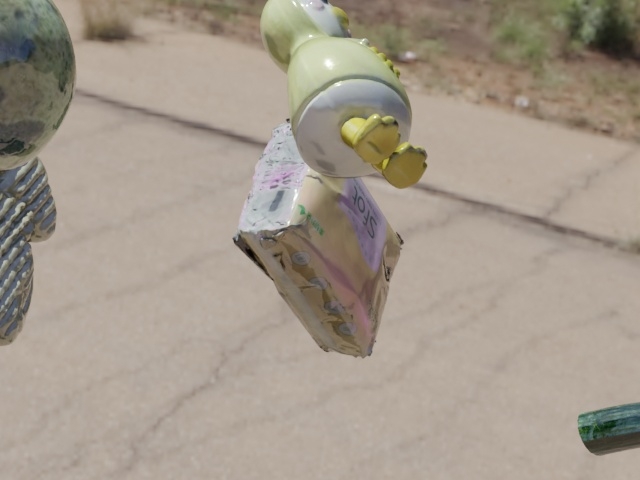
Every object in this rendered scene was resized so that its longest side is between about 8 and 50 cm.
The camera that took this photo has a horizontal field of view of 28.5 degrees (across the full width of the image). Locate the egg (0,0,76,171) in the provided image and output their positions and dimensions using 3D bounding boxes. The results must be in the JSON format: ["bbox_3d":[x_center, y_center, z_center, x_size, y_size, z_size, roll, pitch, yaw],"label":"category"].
[{"bbox_3d":[-0.263,-0.131,0.998,0.141,0.182,0.141,2,45,-2],"label":"egg"}]

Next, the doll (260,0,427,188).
[{"bbox_3d":[0.014,-0.166,1.239,0.141,0.117,0.296,30,30,-43],"label":"doll"}]

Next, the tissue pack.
[{"bbox_3d":[0.000,0.000,1.641,0.123,0.257,0.215,-6,46,29],"label":"tissue pack"}]

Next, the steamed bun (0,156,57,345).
[{"bbox_3d":[-0.514,-0.033,1.602,0.255,0.368,0.342,-12,32,22],"label":"steamed bun"}]

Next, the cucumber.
[{"bbox_3d":[0.317,0.189,1.278,0.105,0.048,0.048,-17,5,32],"label":"cucumber"}]
